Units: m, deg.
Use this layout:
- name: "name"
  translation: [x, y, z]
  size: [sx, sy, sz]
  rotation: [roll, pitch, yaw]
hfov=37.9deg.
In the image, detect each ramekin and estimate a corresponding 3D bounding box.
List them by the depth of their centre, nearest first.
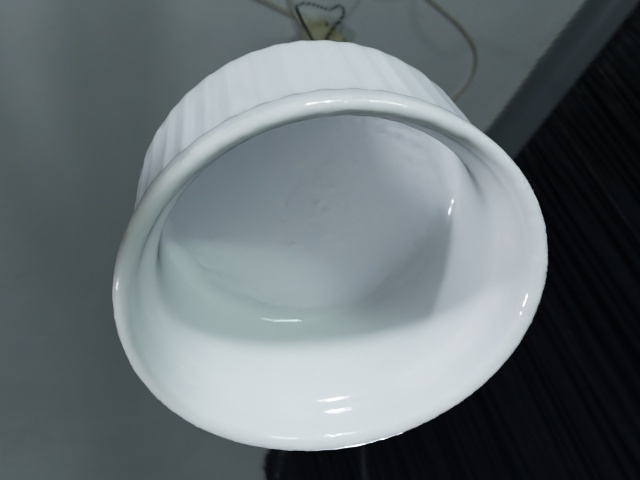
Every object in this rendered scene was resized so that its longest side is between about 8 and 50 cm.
- name: "ramekin"
  translation: [0.000, 0.000, 0.640]
  size: [0.277, 0.135, 0.277]
  rotation: [-5, 125, -8]
